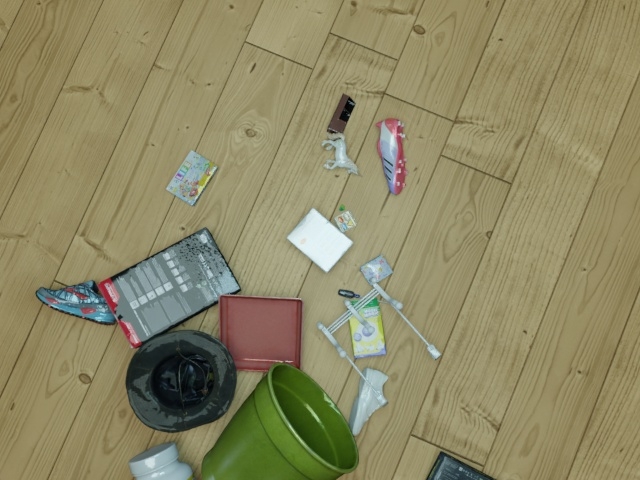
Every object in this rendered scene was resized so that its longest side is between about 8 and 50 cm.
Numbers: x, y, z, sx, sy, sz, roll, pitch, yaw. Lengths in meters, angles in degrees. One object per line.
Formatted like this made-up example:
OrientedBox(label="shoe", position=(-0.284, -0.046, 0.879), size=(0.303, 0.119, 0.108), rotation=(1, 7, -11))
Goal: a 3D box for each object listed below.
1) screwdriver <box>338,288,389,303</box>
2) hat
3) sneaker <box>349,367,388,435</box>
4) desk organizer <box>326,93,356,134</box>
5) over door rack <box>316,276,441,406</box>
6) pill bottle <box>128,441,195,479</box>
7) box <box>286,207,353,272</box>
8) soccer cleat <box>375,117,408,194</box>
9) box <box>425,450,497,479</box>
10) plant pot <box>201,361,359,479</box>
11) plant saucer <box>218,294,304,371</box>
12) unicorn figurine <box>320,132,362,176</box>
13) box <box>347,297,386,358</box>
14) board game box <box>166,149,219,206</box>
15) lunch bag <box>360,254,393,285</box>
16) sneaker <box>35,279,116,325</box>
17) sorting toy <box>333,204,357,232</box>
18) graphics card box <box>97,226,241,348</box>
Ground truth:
OrientedBox(label="screwdriver", position=(0.140, 0.180, 1.721), size=(0.170, 0.024, 0.025), rotation=(9, 114, 0))
OrientedBox(label="hat", position=(-0.418, 0.419, 1.655), size=(0.332, 0.134, 0.331), rotation=(0, 90, -4))
OrientedBox(label="sneaker", position=(0.155, 0.510, 1.672), size=(0.094, 0.080, 0.212), rotation=(19, 85, -10))
OrientedBox(label="desk organizer", position=(0.070, -0.408, 1.755), size=(0.050, 0.047, 0.130), rotation=(24, 86, 0))
OrientedBox(label="over door rack", position=(0.178, 0.302, 1.613), size=(0.240, 0.108, 0.324), rotation=(-40, 83, -4))
OrientedBox(label="pill bottle", position=(-0.451, 0.790, 1.598), size=(0.188, 0.188, 0.333), rotation=(-20, 85, -1))
OrientedBox(label="box", position=(0.000, 0.000, 1.699), size=(0.170, 0.091, 0.130), rotation=(42, 91, 4))
OrientedBox(label="soccer cleat", position=(0.226, -0.270, 1.735), size=(0.095, 0.083, 0.247), rotation=(-1, 90, 30))
OrientedBox(label="box", position=(0.437, 0.788, 1.650), size=(0.233, 0.059, 0.183), rotation=(27, 86, 2))
OrientedBox(label="plant pot", position=(-0.143, 0.607, 1.551), size=(0.353, 0.366, 0.366), rotation=(-42, 86, 9))
OrientedBox(label="plant saucer", position=(-0.183, 0.284, 1.669), size=(0.259, 0.047, 0.258), rotation=(3, 108, 1))
OrientedBox(label="unicorn figurine", position=(0.063, -0.268, 1.731), size=(0.111, 0.060, 0.161), rotation=(-3, 111, 24))
OrientedBox(label="box", position=(0.145, 0.276, 1.700), size=(0.105, 0.043, 0.179), rotation=(-8, 86, 0))
OrientedBox(label="board game box", position=(-0.418, -0.203, 1.755), size=(0.104, 0.026, 0.154), rotation=(31, 87, 3))
OrientedBox(label="lunch bag", position=(0.176, 0.094, 1.712), size=(0.083, 0.053, 0.071), rotation=(-32, 88, -11))
OrientedBox(label="sneaker", position=(-0.762, 0.182, 1.708), size=(0.262, 0.104, 0.125), rotation=(18, 72, -4))
OrientedBox(label="sorting toy", position=(0.074, -0.073, 1.745), size=(0.062, 0.012, 0.083), rotation=(-28, 86, -1))
OrientedBox(label="graphics card box", position=(-0.461, 0.145, 1.672), size=(0.371, 0.094, 0.232), rotation=(-30, 85, -9))
